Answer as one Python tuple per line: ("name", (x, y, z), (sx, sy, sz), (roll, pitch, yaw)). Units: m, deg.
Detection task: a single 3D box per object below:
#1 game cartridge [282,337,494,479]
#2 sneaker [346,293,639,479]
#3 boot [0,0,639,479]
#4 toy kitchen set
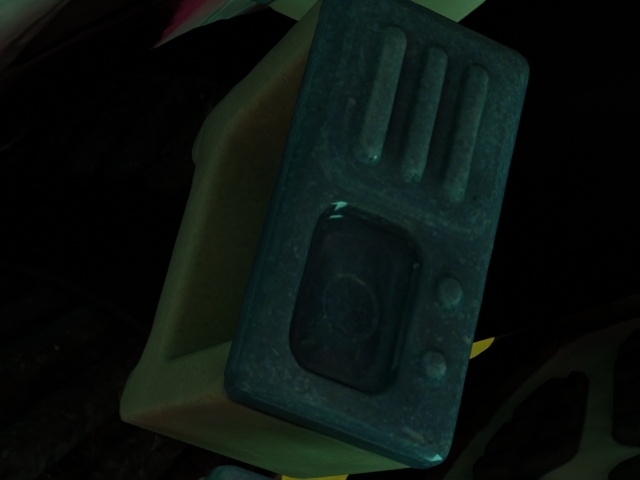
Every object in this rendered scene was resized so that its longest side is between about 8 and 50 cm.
("game cartridge", (0.039, 0.051, 0.871), (0.285, 0.053, 0.323), (-45, 161, 2))
("sneaker", (0.119, 0.101, 0.569), (0.158, 0.182, 0.410), (-13, -160, 26))
("boot", (0.001, 0.004, 0.469), (0.348, 0.131, 0.260), (-21, -170, 37))
("toy kitchen set", (-0.041, -0.035, 0.313), (0.122, 0.166, 0.207), (-34, -141, 60))
